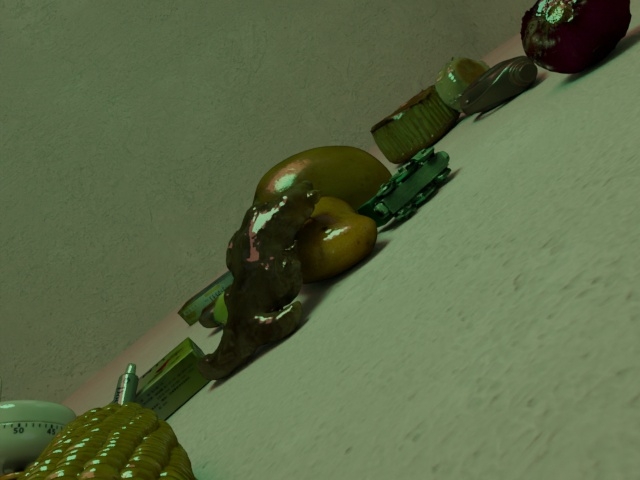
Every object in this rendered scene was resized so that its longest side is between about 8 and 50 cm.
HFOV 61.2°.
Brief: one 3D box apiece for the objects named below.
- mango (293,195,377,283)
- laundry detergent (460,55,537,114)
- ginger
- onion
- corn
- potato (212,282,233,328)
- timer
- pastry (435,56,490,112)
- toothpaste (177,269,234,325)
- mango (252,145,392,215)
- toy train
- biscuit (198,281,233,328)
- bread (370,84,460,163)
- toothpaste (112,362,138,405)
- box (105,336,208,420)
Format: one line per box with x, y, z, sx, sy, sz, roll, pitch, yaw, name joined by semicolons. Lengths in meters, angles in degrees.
-0.004;-0.005;0.957;0.177;0.120;0.295;-42;8;-12;mango
0.411;-0.353;1.259;0.171;0.076;0.237;-38;9;10;laundry detergent
-0.088;0.054;0.828;0.166;0.080;0.333;-1;64;37;ginger
0.459;-0.358;0.926;0.198;0.136;0.173;1;-36;-29;onion
-0.152;0.200;0.391;0.144;0.144;0.387;-41;5;-16;corn
-0.146;0.127;1.030;0.119;0.054;0.198;-42;19;-17;potato
-0.612;0.379;1.081;0.233;0.233;0.240;-35;52;27;timer
0.393;-0.423;1.465;0.166;0.166;0.088;-43;-5;-30;pastry
-0.314;0.157;1.707;0.312;0.071;0.089;-35;12;22;toothpaste
0.001;-0.097;1.171;0.317;0.212;0.173;-20;-21;10;mango
0.151;-0.092;0.944;0.178;0.071;0.104;-41;4;-21;toy train
-0.146;0.094;1.281;0.236;0.062;0.291;-28;14;51;biscuit
0.275;-0.336;1.560;0.253;0.142;0.227;-41;6;-38;bread
-0.295;0.267;0.793;0.048;0.029;0.197;-29;40;22;toothpaste
-0.304;0.280;0.917;0.260;0.062;0.175;-41;8;-14;box
